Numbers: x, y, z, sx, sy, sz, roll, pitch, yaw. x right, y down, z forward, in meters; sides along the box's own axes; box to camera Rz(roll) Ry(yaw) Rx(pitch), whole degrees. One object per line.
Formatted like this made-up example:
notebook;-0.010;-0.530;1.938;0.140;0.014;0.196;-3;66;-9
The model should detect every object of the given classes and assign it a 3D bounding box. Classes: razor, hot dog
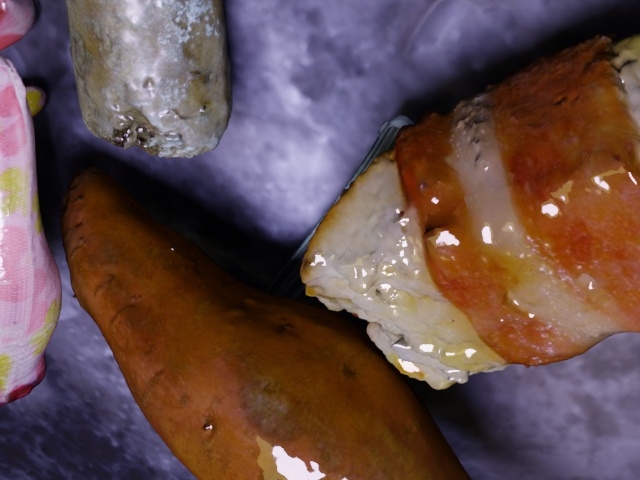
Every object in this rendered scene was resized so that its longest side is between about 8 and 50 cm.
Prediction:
razor;0.002;-0.002;0.520;0.068;0.037;0.191;43;133;5
hot dog;0.096;-0.012;0.420;0.213;0.103;0.146;-16;135;24

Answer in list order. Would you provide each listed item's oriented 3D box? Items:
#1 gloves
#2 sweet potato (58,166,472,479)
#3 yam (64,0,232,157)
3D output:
gloves;-0.192;-0.037;0.497;0.126;0.145;0.241;-11;112;-5
sweet potato;-0.012;0.088;0.485;0.359;0.112;0.112;42;132;7
yam;-0.079;-0.124;0.445;0.078;0.078;0.179;13;128;17
